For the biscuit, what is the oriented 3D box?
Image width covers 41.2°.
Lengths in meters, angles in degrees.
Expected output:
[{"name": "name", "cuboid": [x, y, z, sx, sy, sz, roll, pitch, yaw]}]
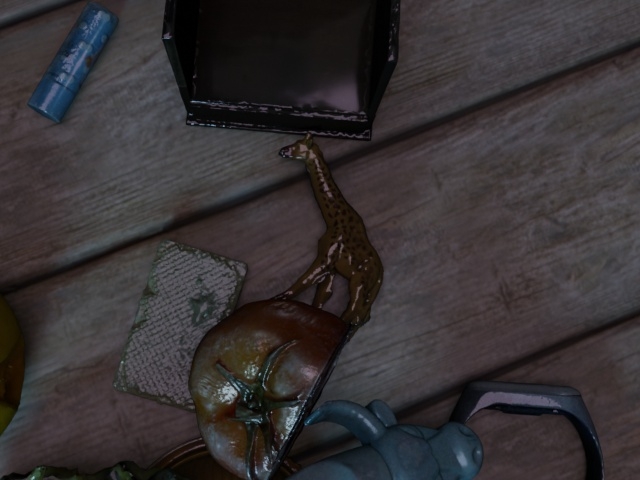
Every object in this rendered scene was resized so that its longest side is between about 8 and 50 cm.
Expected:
[{"name": "biscuit", "cuboid": [-0.175, 0.107, 1.072, 0.121, 0.040, 0.200, 17, 82, -2]}]

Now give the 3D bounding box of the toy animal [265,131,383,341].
[{"name": "toy animal", "cuboid": [0.010, 0.000, 1.086, 0.149, 0.054, 0.276, 5, 85, 1]}]

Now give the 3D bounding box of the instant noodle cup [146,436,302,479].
[{"name": "instant noodle cup", "cuboid": [-0.117, 0.374, 1.016, 0.273, 0.091, 0.274, 0, 83, -3]}]

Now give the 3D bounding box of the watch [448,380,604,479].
[{"name": "watch", "cuboid": [0.246, 0.274, 1.057, 0.206, 0.068, 0.193, 4, 82, -4]}]

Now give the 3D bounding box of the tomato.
[{"name": "tomato", "cuboid": [-0.072, 0.159, 0.992, 0.155, 0.180, 0.214, 28, 106, 11]}]

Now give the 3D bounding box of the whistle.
[{"name": "whistle", "cuboid": [0.072, 0.261, 0.940, 0.273, 0.093, 0.186, -8, 60, -32]}]

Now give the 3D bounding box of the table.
[{"name": "table", "cuboid": [-0.041, -0.254, 1.000, 0.250, 0.282, 0.196, 6, 82, -2]}]

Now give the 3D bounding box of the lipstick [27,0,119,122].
[{"name": "lipstick", "cuboid": [-0.319, -0.232, 1.104, 0.048, 0.048, 0.158, 28, 82, 1]}]

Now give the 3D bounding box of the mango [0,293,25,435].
[{"name": "mango", "cuboid": [-0.503, 0.192, 0.988, 0.253, 0.182, 0.365, 35, 94, -1]}]

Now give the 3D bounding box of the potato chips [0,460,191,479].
[{"name": "potato chips", "cuboid": [-0.250, 0.457, 0.959, 0.358, 0.070, 0.430, -22, 81, 19]}]
